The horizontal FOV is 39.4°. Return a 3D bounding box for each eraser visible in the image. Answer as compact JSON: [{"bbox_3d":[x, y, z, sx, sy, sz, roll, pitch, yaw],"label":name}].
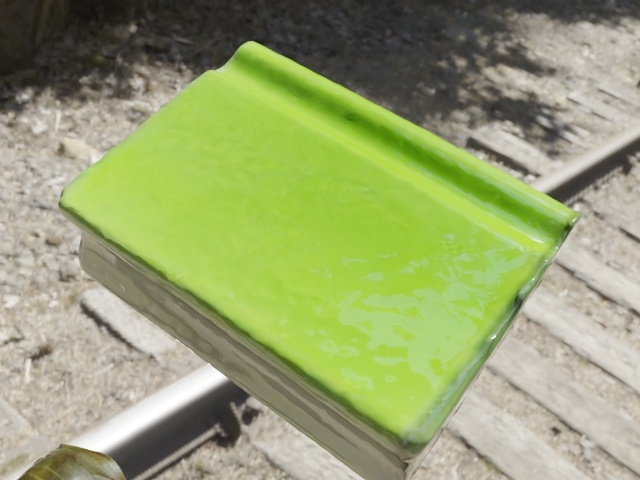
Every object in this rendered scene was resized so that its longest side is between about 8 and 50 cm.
[{"bbox_3d":[0.000,0.000,0.573,0.274,0.092,0.210,30,59,22],"label":"eraser"}]

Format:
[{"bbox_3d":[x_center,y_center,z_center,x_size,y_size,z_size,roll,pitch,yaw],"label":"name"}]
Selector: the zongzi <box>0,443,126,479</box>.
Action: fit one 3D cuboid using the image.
[{"bbox_3d":[-0.121,0.372,0.795,0.208,0.432,0.403,-33,103,-36],"label":"zongzi"}]
